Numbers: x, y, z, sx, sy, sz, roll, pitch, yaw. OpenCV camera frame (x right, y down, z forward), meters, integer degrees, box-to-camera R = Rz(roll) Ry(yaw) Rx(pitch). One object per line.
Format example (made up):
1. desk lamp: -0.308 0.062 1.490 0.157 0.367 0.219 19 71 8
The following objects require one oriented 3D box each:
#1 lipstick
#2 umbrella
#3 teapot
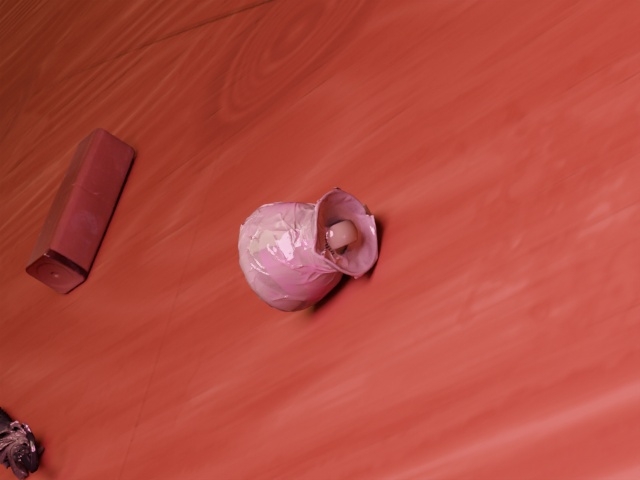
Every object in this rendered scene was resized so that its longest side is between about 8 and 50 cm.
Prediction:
1. lipstick: -0.207 -0.027 1.298 0.045 0.045 0.145 -34 32 46
2. umbrella: -0.242 0.154 1.149 0.269 0.044 0.044 180 84 -71
3. teapot: 0.000 0.000 0.846 0.064 0.064 0.083 -21 8 42
